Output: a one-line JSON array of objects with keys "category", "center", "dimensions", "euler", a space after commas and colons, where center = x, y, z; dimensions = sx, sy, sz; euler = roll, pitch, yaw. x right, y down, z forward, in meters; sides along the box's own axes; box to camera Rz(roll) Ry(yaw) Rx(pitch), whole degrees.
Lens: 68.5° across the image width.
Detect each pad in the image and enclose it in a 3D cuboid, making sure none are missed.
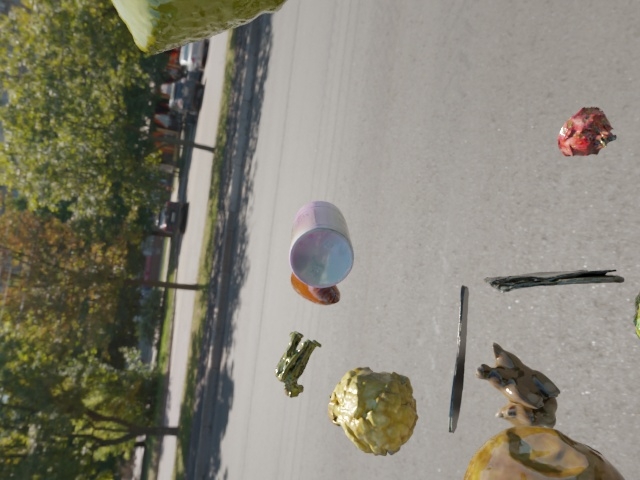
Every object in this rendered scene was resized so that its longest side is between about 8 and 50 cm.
[{"category": "pad", "center": [0.360, 0.061, 0.764], "dimensions": [0.233, 0.174, 0.022], "euler": [7, -103, -73]}]

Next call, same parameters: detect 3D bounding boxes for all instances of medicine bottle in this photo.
[{"category": "medicine bottle", "center": [0.000, 0.000, 1.182], "dimensions": [0.254, 0.152, 0.152], "euler": [-92, 17, -70]}]

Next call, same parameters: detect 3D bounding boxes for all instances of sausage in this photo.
[{"category": "sausage", "center": [-0.024, 0.134, 1.407], "dimensions": [0.097, 0.094, 0.348], "euler": [56, 171, -10]}]

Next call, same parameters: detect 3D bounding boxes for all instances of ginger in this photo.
[{"category": "ginger", "center": [0.281, 0.378, 0.634], "dimensions": [0.269, 0.200, 0.223], "euler": [-27, 31, 10]}]

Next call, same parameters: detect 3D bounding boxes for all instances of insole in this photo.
[{"category": "insole", "center": [0.296, 0.248, 1.004], "dimensions": [0.012, 0.110, 0.309], "euler": [1, 76, 28]}]

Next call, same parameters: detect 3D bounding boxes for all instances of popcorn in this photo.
[{"category": "popcorn", "center": [0.144, 0.439, 1.244], "dimensions": [0.250, 0.250, 0.190], "euler": [-136, 45, -66]}]

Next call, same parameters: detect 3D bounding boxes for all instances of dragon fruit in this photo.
[{"category": "dragon fruit", "center": [0.749, -0.278, 1.301], "dimensions": [0.111, 0.153, 0.153], "euler": [-111, 35, -47]}]

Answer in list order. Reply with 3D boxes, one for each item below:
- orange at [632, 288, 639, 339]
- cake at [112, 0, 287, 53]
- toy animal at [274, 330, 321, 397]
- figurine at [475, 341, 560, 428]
[{"category": "orange", "center": [0.733, 0.125, 0.886], "dimensions": [0.223, 0.301, 0.300], "euler": [-126, 39, -56]}, {"category": "cake", "center": [-0.101, -0.265, 0.327], "dimensions": [0.179, 0.156, 0.260], "euler": [64, -168, -47]}, {"category": "toy animal", "center": [-0.055, 0.266, 0.984], "dimensions": [0.181, 0.073, 0.136], "euler": [81, -148, -78]}, {"category": "figurine", "center": [0.588, 0.464, 1.416], "dimensions": [0.247, 0.177, 0.173], "euler": [26, 137, 28]}]
